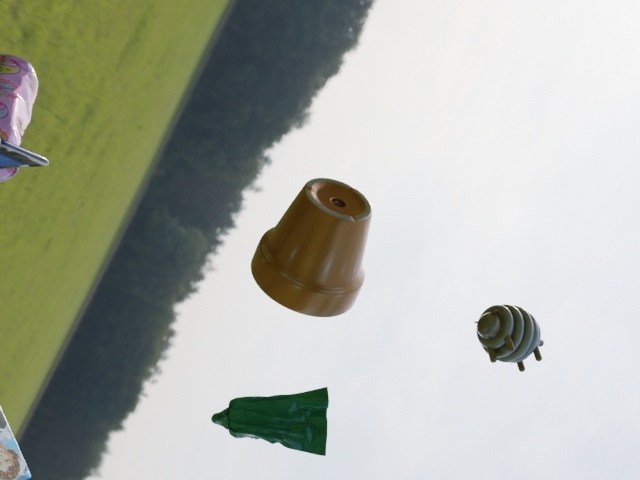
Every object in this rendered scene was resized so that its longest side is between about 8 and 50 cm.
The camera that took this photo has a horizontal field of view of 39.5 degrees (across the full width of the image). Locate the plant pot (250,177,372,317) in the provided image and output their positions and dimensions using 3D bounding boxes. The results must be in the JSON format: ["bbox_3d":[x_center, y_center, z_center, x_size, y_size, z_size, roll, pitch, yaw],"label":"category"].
[{"bbox_3d":[0.000,0.000,1.583,0.205,0.205,0.188,-82,-168,-57],"label":"plant pot"}]

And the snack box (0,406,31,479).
[{"bbox_3d":[-0.519,0.246,1.059,0.060,0.187,0.322,-39,161,24],"label":"snack box"}]

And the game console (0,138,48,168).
[{"bbox_3d":[-0.648,-0.094,1.480,0.173,0.293,0.250,71,23,-47],"label":"game console"}]

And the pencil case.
[{"bbox_3d":[-0.625,-0.235,1.722,0.124,0.124,0.284,-53,-151,41],"label":"pencil case"}]

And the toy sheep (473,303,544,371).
[{"bbox_3d":[0.270,0.135,1.262,0.091,0.132,0.091,-28,-129,40],"label":"toy sheep"}]

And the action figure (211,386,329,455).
[{"bbox_3d":[-0.102,0.358,1.783,0.063,0.232,0.137,130,-37,-68],"label":"action figure"}]
